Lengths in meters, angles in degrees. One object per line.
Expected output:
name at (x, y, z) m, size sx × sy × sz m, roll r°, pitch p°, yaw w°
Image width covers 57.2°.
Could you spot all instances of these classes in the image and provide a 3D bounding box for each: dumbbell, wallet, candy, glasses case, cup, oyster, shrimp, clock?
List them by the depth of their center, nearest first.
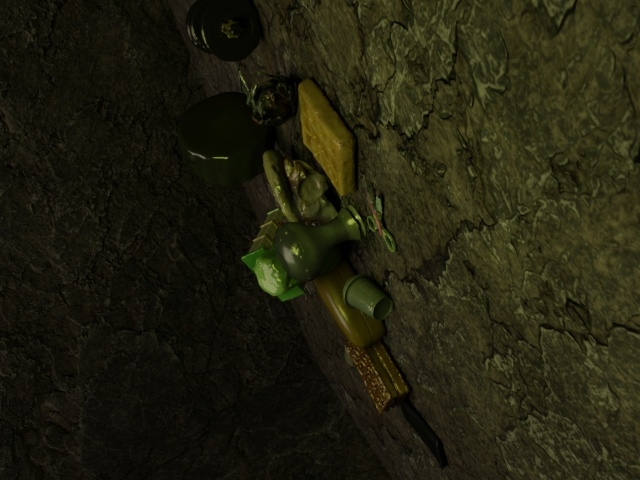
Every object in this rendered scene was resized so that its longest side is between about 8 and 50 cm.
shrimp at (-0.143, -0.376, 1.557) m, size 0.372 × 0.172 × 0.137 m, roll -65°, pitch -15°, yaw -76°
cup at (0.147, 0.172, 1.770) m, size 0.141 × 0.120 × 0.120 m, roll 29°, pitch 146°, yaw 48°
oyster at (-0.015, -0.120, 1.805) m, size 0.198 × 0.133 × 0.337 m, roll 45°, pitch 164°, yaw 39°
dumbbell at (-0.304, -0.659, 1.814) m, size 0.388 × 0.185 × 0.185 m, roll 47°, pitch 159°, yaw 60°
candy at (-0.065, 0.063, 1.854) m, size 0.131 × 0.343 × 0.142 m, roll 12°, pitch 111°, yaw 31°
clock at (-0.123, 0.035, 2.007) m, size 0.220 × 0.106 × 0.255 m, roll 48°, pitch -140°, yaw -24°
glasses case at (0.078, 0.194, 2.024) m, size 0.371 × 0.141 × 0.173 m, roll 59°, pitch 167°, yaw 25°
wallet at (0.355, 0.666, 2.076) m, size 0.285 × 0.030 × 0.146 m, roll 46°, pitch 156°, yaw 56°

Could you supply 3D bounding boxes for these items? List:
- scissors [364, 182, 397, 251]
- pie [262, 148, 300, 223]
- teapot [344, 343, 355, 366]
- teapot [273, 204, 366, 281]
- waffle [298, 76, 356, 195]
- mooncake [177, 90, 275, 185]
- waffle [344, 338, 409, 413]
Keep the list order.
scissors at (0.144, -0.061, 1.471) m, size 0.133 × 0.020 × 0.187 m, roll 49°, pitch 163°, yaw 43°
pie at (-0.113, -0.176, 2.003) m, size 0.338 × 0.075 × 0.337 m, roll 59°, pitch -168°, yaw -22°
teapot at (0.151, 0.478, 2.482) m, size 0.107 × 0.077 × 0.200 m, roll 55°, pitch 166°, yaw 25°
teapot at (0.000, 0.000, 1.672) m, size 0.184 × 0.250 × 0.183 m, roll 59°, pitch 167°, yaw 22°
waffle at (0.016, -0.264, 1.522) m, size 0.248 × 0.055 × 0.221 m, roll 59°, pitch 168°, yaw 29°
mooncake at (-0.346, -0.377, 2.193) m, size 0.356 × 0.356 × 0.194 m, roll 58°, pitch 164°, yaw 30°
waffle at (0.194, 0.452, 2.120) m, size 0.213 × 0.091 × 0.308 m, roll 98°, pitch 149°, yaw -58°
